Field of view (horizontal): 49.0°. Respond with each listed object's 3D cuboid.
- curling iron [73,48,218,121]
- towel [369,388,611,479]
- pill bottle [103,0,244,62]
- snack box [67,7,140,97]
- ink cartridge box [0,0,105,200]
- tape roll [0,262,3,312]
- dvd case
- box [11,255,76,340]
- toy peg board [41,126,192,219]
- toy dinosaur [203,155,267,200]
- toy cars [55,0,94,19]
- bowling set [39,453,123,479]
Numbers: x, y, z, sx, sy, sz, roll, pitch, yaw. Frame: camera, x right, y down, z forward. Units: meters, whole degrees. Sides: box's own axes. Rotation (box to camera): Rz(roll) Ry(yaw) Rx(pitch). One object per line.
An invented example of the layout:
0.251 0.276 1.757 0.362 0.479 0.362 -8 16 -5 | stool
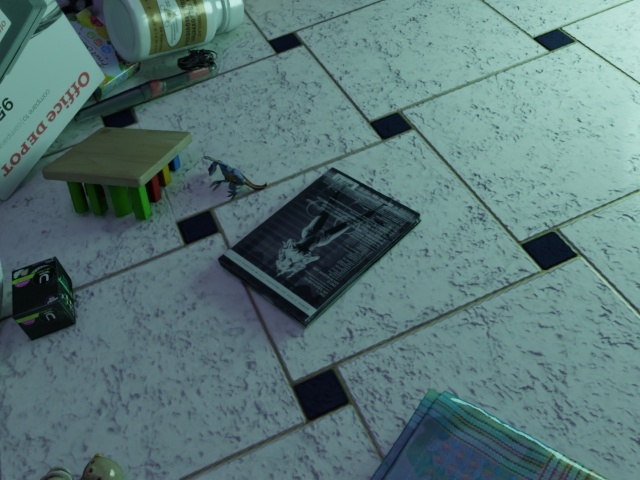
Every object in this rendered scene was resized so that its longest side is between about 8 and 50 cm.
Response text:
-0.300 -0.265 1.224 0.274 0.035 0.068 -32 44 -19 | curling iron
0.183 0.303 0.578 0.370 0.040 0.271 24 57 30 | towel
-0.259 -0.408 1.266 0.229 0.131 0.131 -26 45 -33 | pill bottle
-0.410 -0.338 1.267 0.141 0.037 0.100 42 63 1 | snack box
-0.536 -0.293 1.023 0.166 0.395 0.286 19 65 25 | ink cartridge box
-0.520 0.063 0.813 0.169 0.246 0.246 4 48 15 | tape roll
0.000 0.000 0.919 0.164 0.018 0.221 32 59 33 | dvd case
-0.355 0.073 0.901 0.062 0.052 0.083 -20 47 -5 | box
-0.293 -0.099 1.051 0.161 0.079 0.161 6 33 17 | toy peg board
-0.134 -0.093 1.037 0.090 0.047 0.082 10 30 -25 | toy dinosaur
-0.558 -0.391 1.369 0.176 0.087 0.394 3 43 -2 | toy cars
-0.226 0.284 0.581 0.154 0.200 0.287 -27 51 -15 | bowling set
